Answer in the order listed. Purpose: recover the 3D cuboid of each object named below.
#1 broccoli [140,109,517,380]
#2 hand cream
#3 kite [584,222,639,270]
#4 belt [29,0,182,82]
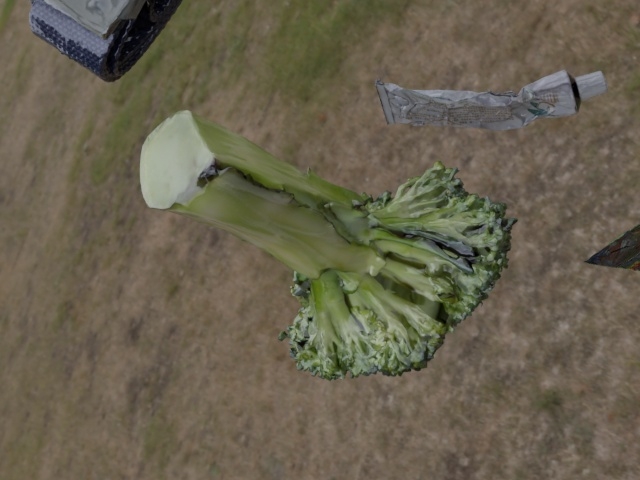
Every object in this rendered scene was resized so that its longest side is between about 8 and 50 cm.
[{"bbox_3d":[-0.014,0.002,0.804,0.252,0.362,0.221,-31,49,57],"label":"broccoli"},{"bbox_3d":[0.190,-0.158,0.947,0.257,0.084,0.050,-2,65,19],"label":"hand cream"},{"bbox_3d":[0.230,0.001,0.600,0.090,0.122,0.004,-21,62,1],"label":"kite"},{"bbox_3d":[-0.203,-0.288,0.852,0.230,0.126,0.139,-55,-2,4],"label":"belt"}]
